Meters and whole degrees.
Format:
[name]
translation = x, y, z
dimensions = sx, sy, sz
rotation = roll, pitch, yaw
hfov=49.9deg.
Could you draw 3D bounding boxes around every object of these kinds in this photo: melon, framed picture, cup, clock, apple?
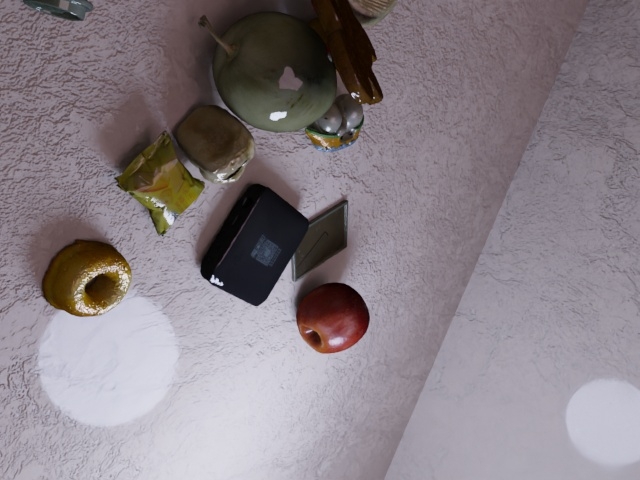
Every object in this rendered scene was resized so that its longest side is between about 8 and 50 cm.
[melon]
translation = -0.096, -0.368, 1.517
dimensions = 0.308, 0.272, 0.271
rotation = -20, 128, -49
[framed picture]
translation = 0.000, 0.000, 2.116
dimensions = 0.250, 0.016, 0.184
rotation = -34, 137, -35
[cup]
translation = -0.431, -0.449, 1.146
dimensions = 0.120, 0.120, 0.141
rotation = 7, 99, -55
[clock]
translation = 0.040, -0.323, 1.866
dimensions = 0.231, 0.103, 0.144
rotation = -29, 133, -43
[apple]
translation = 0.039, 0.243, 2.159
dimensions = 0.201, 0.218, 0.218
rotation = -37, 139, -33

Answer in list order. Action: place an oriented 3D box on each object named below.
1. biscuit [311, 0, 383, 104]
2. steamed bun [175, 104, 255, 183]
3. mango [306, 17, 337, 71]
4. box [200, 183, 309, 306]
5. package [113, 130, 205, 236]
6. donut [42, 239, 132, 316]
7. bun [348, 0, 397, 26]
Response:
[biscuit]
translation = 0.048, -0.419, 1.482
dimensions = 0.064, 0.432, 0.283
rotation = -23, 125, 17
[steamed bun]
translation = -0.228, -0.200, 1.562
dimensions = 0.141, 0.172, 0.155
rotation = -41, 160, -12
[mango]
translation = 0.019, -0.486, 1.717
dimensions = 0.227, 0.109, 0.147
rotation = -33, 133, -39
[box]
translation = -0.170, 0.018, 1.852
dimensions = 0.290, 0.073, 0.289
rotation = -60, 147, -5
[package]
translation = -0.345, -0.120, 1.504
dimensions = 0.168, 0.090, 0.226
rotation = -51, 147, -12
[donut]
translation = -0.488, 0.090, 1.475
dimensions = 0.174, 0.075, 0.190
rotation = -60, 147, -4
[bun]
translation = 0.096, -0.637, 1.713
dimensions = 0.223, 0.127, 0.222
rotation = -7, 103, -31
